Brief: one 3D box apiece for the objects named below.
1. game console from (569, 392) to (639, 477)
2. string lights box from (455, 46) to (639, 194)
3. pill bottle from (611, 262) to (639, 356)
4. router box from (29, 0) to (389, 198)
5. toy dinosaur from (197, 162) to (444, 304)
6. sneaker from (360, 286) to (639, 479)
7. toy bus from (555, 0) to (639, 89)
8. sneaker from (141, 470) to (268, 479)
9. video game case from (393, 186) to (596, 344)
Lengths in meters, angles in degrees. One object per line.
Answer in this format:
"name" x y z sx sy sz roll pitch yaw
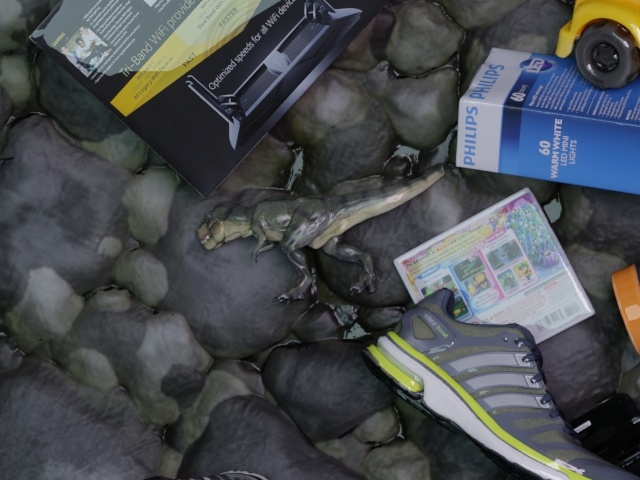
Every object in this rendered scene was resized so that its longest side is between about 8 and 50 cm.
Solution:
"game console" 0.279 0.229 1.827 0.122 0.071 0.107 -33 49 11
"string lights box" 0.271 -0.111 1.775 0.260 0.133 0.076 10 121 16
"pill bottle" 0.399 0.031 1.742 0.246 0.130 0.130 -21 82 14
"router box" -0.099 -0.236 1.884 0.243 0.081 0.309 43 99 -5
"toy dinosaur" 0.000 0.000 1.893 0.268 0.064 0.118 -10 78 12
"sneaker" 0.185 0.149 1.782 0.300 0.111 0.121 34 83 18
"toy bus" 0.339 -0.240 1.712 0.220 0.149 0.211 18 124 30
"sneaker" -0.132 0.269 1.906 0.170 0.075 0.063 -3 86 15
"video game case" 0.172 0.046 1.862 0.157 0.019 0.143 -29 80 13
